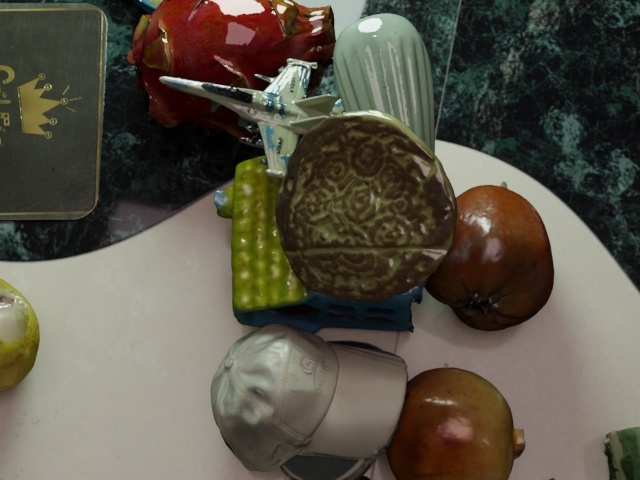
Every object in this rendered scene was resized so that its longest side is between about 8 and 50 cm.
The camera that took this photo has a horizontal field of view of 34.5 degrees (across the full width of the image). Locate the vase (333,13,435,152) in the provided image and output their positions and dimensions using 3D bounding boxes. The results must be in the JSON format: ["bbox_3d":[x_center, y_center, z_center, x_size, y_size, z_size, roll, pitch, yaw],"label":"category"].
[{"bbox_3d":[0.092,-0.165,1.345,0.128,0.128,0.248,-10,77,-4],"label":"vase"}]

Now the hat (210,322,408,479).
[{"bbox_3d":[-0.017,0.208,1.397,0.275,0.161,0.232,2,59,17],"label":"hat"}]

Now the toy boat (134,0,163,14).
[{"bbox_3d":[-0.270,-0.435,1.647,0.109,0.098,0.238,-42,79,-9],"label":"toy boat"}]

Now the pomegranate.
[{"bbox_3d":[0.180,0.269,1.403,0.191,0.191,0.191,0,73,-1],"label":"pomegranate"}]

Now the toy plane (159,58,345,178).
[{"bbox_3d":[-0.088,-0.177,1.393,0.261,0.088,0.192,11,65,-1],"label":"toy plane"}]

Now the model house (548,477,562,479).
[{"bbox_3d":[0.270,0.418,1.343,0.271,0.206,0.178,-32,77,-9],"label":"model house"}]

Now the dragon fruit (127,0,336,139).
[{"bbox_3d":[-0.134,-0.272,1.528,0.315,0.250,0.250,11,74,0],"label":"dragon fruit"}]

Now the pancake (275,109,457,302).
[{"bbox_3d":[0.051,-0.042,1.295,0.250,0.031,0.250,2,94,28],"label":"pancake"}]

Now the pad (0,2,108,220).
[{"bbox_3d":[-0.496,-0.216,1.598,0.314,0.063,0.376,-2,73,-1],"label":"pad"}]

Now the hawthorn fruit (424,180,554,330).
[{"bbox_3d":[0.245,0.003,1.488,0.199,0.199,0.251,13,50,3],"label":"hawthorn fruit"}]

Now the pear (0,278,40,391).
[{"bbox_3d":[-0.482,0.128,1.443,0.178,0.178,0.178,0,73,-1],"label":"pear"}]

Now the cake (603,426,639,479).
[{"bbox_3d":[0.441,0.382,1.388,0.172,0.158,0.284,27,78,8],"label":"cake"}]

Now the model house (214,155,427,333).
[{"bbox_3d":[0.000,0.000,1.470,0.303,0.215,0.237,-2,71,5],"label":"model house"}]

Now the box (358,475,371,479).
[{"bbox_3d":[0.038,0.369,1.404,0.089,0.122,0.062,-16,87,-6],"label":"box"}]
